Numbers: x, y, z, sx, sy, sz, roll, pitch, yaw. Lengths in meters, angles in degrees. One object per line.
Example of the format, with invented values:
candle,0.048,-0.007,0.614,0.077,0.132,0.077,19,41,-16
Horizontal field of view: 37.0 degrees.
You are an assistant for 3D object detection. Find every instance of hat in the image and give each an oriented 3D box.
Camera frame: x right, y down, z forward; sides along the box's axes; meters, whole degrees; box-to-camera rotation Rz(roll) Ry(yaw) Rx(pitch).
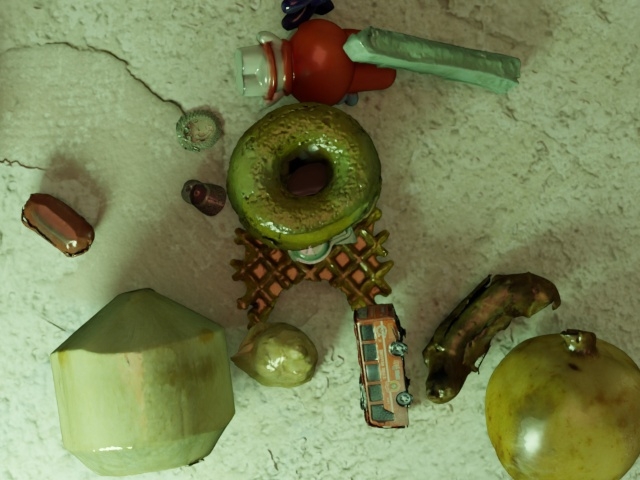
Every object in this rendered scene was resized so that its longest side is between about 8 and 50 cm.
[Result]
hat,-0.213,-0.080,1.721,0.087,0.042,0.058,16,99,-37

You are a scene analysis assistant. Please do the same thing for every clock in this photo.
clock,-0.219,-0.199,1.728,0.083,0.010,0.074,-20,92,-4

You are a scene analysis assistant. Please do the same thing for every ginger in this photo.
ginger,-0.043,0.214,1.661,0.122,0.193,0.115,17,76,40
ginger,0.286,0.161,1.714,0.309,0.107,0.133,-41,60,-4

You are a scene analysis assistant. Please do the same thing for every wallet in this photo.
wallet,-0.044,-0.138,1.702,0.117,0.039,0.153,-8,67,1

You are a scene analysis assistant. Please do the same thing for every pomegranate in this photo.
pomegranate,0.419,0.302,1.641,0.307,0.307,0.307,0,91,-4

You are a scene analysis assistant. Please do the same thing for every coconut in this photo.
coconut,-0.300,0.231,1.597,0.322,0.323,0.323,0,91,-4

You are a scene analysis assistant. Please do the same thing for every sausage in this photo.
sausage,-0.461,-0.027,1.685,0.141,0.076,0.076,35,89,-2

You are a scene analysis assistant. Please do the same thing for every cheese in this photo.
cheese,0.000,0.000,1.674,0.120,0.026,0.067,-24,90,-2

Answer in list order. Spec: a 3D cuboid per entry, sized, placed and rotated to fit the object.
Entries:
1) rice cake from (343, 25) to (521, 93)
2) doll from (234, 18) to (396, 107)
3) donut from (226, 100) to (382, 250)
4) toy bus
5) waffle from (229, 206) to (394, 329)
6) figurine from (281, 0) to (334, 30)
rice cake,0.199,-0.317,1.672,0.336,0.066,0.063,7,82,-25
doll,-0.003,-0.308,1.679,0.290,0.130,0.161,-9,113,-18
donut,-0.026,-0.112,1.609,0.272,0.107,0.272,0,88,-2
toy bus,0.112,0.226,1.695,0.096,0.073,0.235,-4,113,5
waffle,-0.017,0.027,1.720,0.292,0.069,0.260,-3,88,-3
figurine,-0.121,-0.563,1.659,0.421,0.154,0.193,44,83,-5
